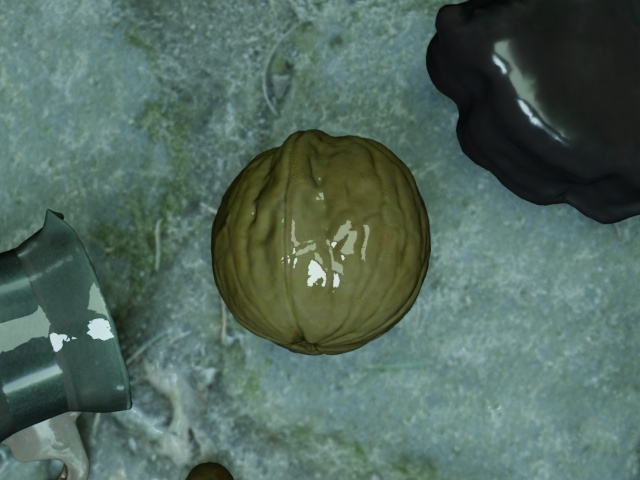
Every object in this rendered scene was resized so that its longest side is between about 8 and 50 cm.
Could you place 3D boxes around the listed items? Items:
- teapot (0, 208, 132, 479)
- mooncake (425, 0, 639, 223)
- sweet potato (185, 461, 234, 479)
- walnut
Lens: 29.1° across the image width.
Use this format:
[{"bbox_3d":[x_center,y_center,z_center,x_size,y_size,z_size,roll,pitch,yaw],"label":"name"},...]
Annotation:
[{"bbox_3d":[-0.360,0.143,1.130,0.344,0.253,0.300,-19,111,-16],"label":"teapot"},{"bbox_3d":[0.309,-0.203,1.302,0.381,0.212,0.350,-38,87,-18],"label":"mooncake"},{"bbox_3d":[-0.169,0.367,1.157,0.114,0.092,0.341,29,72,27],"label":"sweet potato"},{"bbox_3d":[0.000,0.000,1.217,0.228,0.228,0.228,2,75,-6],"label":"walnut"}]
